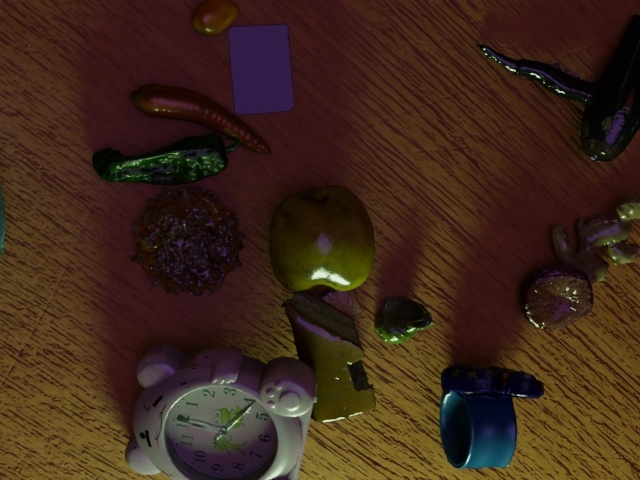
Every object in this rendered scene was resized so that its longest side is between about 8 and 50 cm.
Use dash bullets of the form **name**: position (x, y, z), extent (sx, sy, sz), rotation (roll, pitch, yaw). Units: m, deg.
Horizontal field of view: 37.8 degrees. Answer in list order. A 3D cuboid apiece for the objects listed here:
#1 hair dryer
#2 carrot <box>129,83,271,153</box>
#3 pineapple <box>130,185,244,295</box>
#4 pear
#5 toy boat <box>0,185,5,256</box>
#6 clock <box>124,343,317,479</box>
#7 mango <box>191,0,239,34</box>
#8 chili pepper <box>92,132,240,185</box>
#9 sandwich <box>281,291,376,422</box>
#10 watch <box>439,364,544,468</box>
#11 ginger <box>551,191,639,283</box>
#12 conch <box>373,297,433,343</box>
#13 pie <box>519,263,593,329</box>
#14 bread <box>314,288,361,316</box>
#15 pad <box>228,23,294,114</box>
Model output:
- **hair dryer**: position (0.476, -0.340, 1.796), extent (0.359, 0.120, 0.303), rotation (20, 85, -7)
- **carrot**: position (-0.204, -0.222, 1.655), extent (0.271, 0.062, 0.066), rotation (15, 62, -20)
- **pineapple**: position (-0.235, 0.009, 1.669), extent (0.225, 0.076, 0.225), rotation (-2, 102, -10)
- **pear**: position (0.000, 0.000, 1.672), extent (0.200, 0.200, 0.200), rotation (-2, 99, -14)
- **toy boat**: position (-0.640, -0.047, 1.561), extent (0.215, 0.123, 0.330), rotation (-12, 90, -20)
- **clock**: position (-0.180, 0.329, 1.676), extent (0.322, 0.113, 0.295), rotation (12, 108, 2)
- **mango**: position (-0.182, -0.394, 1.639), extent (0.089, 0.046, 0.060), rotation (-23, 106, -23)
- **chili pepper**: position (-0.267, -0.140, 1.635), extent (0.257, 0.074, 0.100), rotation (-11, 134, -8)
- **sandwich**: position (0.016, 0.199, 1.720), extent (0.128, 0.122, 0.235), rotation (-13, 112, 2)
- **watch**: position (0.314, 0.341, 1.805), extent (0.171, 0.196, 0.200), rotation (4, 91, -5)
- **ginger**: position (0.595, -0.009, 1.881), extent (0.259, 0.065, 0.149), rotation (-25, 110, -3)
- **conch**: position (0.155, 0.151, 1.792), extent (0.121, 0.074, 0.089), rotation (-15, 86, 27)
- **pie**: position (0.471, 0.115, 1.865), extent (0.153, 0.038, 0.153), rotation (0, 114, -1)
- **bread**: position (0.031, 0.121, 1.778), extent (0.083, 0.035, 0.070), rotation (-30, 104, -1)
- **pad**: position (-0.106, -0.309, 1.691), extent (0.112, 0.003, 0.157), rotation (-6, 100, -13)
